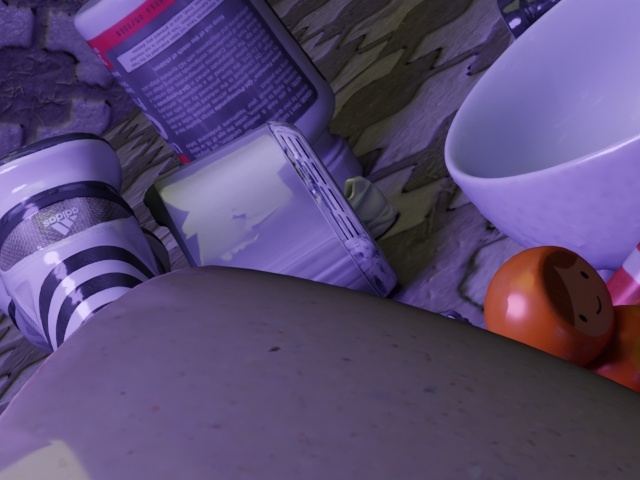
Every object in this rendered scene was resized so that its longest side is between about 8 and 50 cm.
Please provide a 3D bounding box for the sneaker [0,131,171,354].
[{"bbox_3d":[-0.184,0.109,1.161,0.169,0.257,0.447,-23,-18,-7],"label":"sneaker"}]

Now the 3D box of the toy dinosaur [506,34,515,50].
[{"bbox_3d":[0.293,-0.308,1.377,0.268,0.064,0.118,-29,53,28],"label":"toy dinosaur"}]

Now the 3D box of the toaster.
[{"bbox_3d":[-0.036,0.008,1.108,0.146,0.129,0.227,-34,61,4],"label":"toaster"}]

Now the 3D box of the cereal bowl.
[{"bbox_3d":[0.256,-0.095,0.854,0.339,0.141,0.339,-33,19,13],"label":"cereal bowl"}]

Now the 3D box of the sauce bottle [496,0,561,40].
[{"bbox_3d":[0.329,-0.292,1.240,0.344,0.111,0.111,-32,19,23],"label":"sauce bottle"}]

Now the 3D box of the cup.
[{"bbox_3d":[0.064,0.178,0.375,0.237,0.331,0.331,2,37,24],"label":"cup"}]

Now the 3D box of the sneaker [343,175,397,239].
[{"bbox_3d":[0.000,0.000,1.238,0.152,0.061,0.054,-43,21,-11],"label":"sneaker"}]

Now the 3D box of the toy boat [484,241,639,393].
[{"bbox_3d":[0.143,0.051,0.617,0.231,0.151,0.151,-53,25,14],"label":"toy boat"}]

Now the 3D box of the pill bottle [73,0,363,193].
[{"bbox_3d":[-0.096,-0.160,1.385,0.176,0.318,0.176,-34,18,13],"label":"pill bottle"}]
